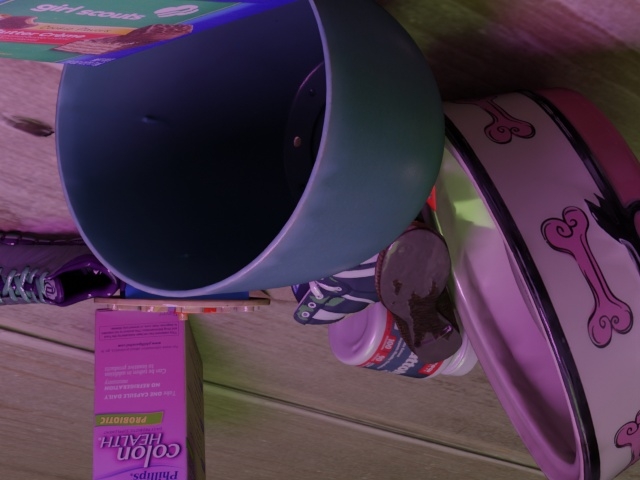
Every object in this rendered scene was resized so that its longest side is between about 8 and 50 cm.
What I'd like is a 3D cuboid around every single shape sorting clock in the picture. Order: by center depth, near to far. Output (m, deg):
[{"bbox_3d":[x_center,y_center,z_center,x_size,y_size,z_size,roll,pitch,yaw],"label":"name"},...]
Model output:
[{"bbox_3d":[-0.162,0.073,1.767,0.206,0.040,0.206,0,176,0],"label":"shape sorting clock"}]

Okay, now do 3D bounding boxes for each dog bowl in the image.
[{"bbox_3d":[0.227,0.034,1.441,0.150,0.408,0.408,-22,154,-5],"label":"dog bowl"}]

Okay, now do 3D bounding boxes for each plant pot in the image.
[{"bbox_3d":[-0.034,-0.093,1.253,0.293,0.293,0.235,-24,161,35],"label":"plant pot"}]

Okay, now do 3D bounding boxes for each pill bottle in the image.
[{"bbox_3d":[0.111,0.117,1.890,0.180,0.108,0.108,14,149,-33],"label":"pill bottle"}]

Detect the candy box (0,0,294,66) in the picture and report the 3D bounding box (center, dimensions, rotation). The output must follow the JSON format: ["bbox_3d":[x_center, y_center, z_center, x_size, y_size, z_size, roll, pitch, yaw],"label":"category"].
[{"bbox_3d":[-0.145,-0.213,1.018,0.317,0.122,0.268,-12,174,38],"label":"candy box"}]

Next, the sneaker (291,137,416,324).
[{"bbox_3d":[0.000,0.000,1.583,0.153,0.099,0.282,-24,144,21],"label":"sneaker"}]

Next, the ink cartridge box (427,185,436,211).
[{"bbox_3d":[0.068,-0.074,1.485,0.029,0.115,0.063,-35,156,-11],"label":"ink cartridge box"}]

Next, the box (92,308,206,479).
[{"bbox_3d":[-0.217,0.236,1.935,0.117,0.243,0.213,-4,155,0],"label":"box"}]

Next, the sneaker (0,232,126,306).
[{"bbox_3d":[-0.324,0.038,1.659,0.224,0.083,0.098,-7,-164,-9],"label":"sneaker"}]

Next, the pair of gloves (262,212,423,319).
[{"bbox_3d":[0.031,0.003,1.714,0.240,0.042,0.204,-31,137,33],"label":"pair of gloves"}]

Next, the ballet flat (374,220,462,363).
[{"bbox_3d":[0.101,0.049,1.570,0.084,0.058,0.250,-25,146,0],"label":"ballet flat"}]
